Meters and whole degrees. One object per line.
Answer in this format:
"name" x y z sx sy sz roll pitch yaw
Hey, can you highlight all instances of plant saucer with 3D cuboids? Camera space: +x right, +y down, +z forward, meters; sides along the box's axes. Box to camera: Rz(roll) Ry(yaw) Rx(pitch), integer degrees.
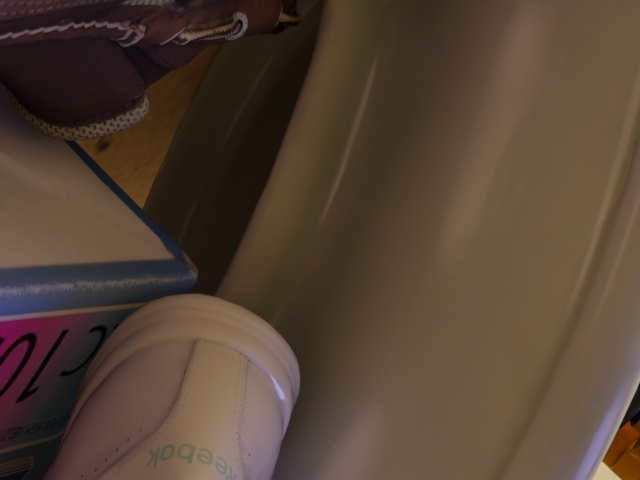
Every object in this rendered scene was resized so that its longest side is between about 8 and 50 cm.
"plant saucer" 0.000 0.000 0.674 0.400 0.100 0.400 -57 -162 29

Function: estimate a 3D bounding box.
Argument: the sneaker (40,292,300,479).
"sneaker" -0.071 0.118 0.528 0.094 0.080 0.212 -83 -166 -57

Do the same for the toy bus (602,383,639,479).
"toy bus" 0.321 0.087 1.346 0.211 0.149 0.220 -48 179 -29

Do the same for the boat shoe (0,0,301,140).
"boat shoe" -0.064 -0.071 0.520 0.257 0.095 0.095 -30 133 -58

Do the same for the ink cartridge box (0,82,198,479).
"ink cartridge box" -0.255 0.109 0.527 0.395 0.151 0.270 -50 159 21
